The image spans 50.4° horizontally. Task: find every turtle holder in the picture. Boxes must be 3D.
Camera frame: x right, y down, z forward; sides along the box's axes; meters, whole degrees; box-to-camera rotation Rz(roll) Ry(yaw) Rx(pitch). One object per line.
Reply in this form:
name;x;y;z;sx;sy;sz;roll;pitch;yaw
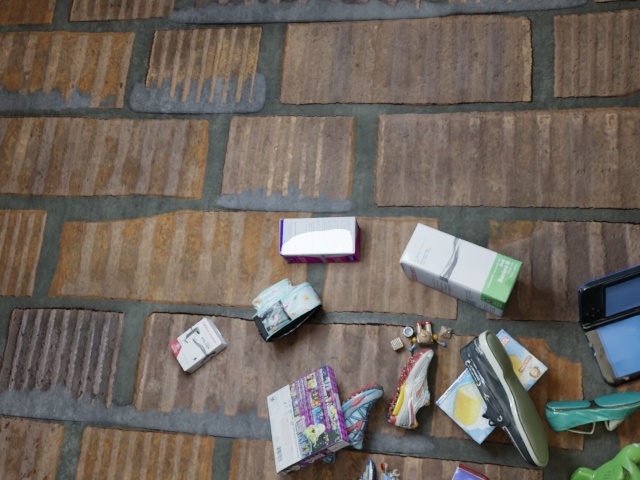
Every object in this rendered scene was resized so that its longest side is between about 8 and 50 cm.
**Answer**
turtle holder;0.719;0.641;1.599;0.227;0.243;0.320;36;43;4

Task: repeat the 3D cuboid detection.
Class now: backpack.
backpack;-0.094;0.186;1.907;0.188;0.166;0.144;-26;80;1

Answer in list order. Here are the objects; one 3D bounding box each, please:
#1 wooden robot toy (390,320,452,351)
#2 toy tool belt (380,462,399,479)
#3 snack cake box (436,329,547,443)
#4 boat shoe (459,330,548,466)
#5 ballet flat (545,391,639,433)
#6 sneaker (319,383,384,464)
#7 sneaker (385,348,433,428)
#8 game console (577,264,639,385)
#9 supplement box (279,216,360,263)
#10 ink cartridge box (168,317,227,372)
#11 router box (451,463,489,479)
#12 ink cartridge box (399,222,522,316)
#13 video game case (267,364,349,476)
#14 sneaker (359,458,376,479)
wooden robot toy;0.274;0.257;1.857;0.173;0.079;0.076;-10;72;8
toy tool belt;0.186;0.627;1.789;0.051;0.052;0.083;3;76;-20
snack cake box;0.447;0.384;1.780;0.152;0.089;0.264;42;86;20
boat shoe;0.442;0.399;1.675;0.113;0.127;0.340;-32;77;31
ballet flat;0.700;0.443;1.727;0.247;0.083;0.087;-9;97;9
sneaker;0.086;0.496;1.828;0.262;0.104;0.125;-43;80;6
sneaker;0.256;0.397;1.829;0.092;0.088;0.225;25;80;-4
game console;0.829;0.200;1.720;0.293;0.250;0.173;-20;45;5
supplement box;0.000;0.000;1.971;0.220;0.111;0.114;-3;74;11
ink cartridge box;-0.356;0.305;1.982;0.135;0.056;0.099;-38;70;-1
router box;0.297;0.704;1.605;0.082;0.301;0.335;23;80;17
ink cartridge box;0.374;0.080;1.818;0.289;0.211;0.122;22;80;16
video game case;-0.039;0.474;1.802;0.210;0.042;0.232;-32;43;18
sneaker;0.113;0.645;1.792;0.058;0.052;0.135;3;74;16
